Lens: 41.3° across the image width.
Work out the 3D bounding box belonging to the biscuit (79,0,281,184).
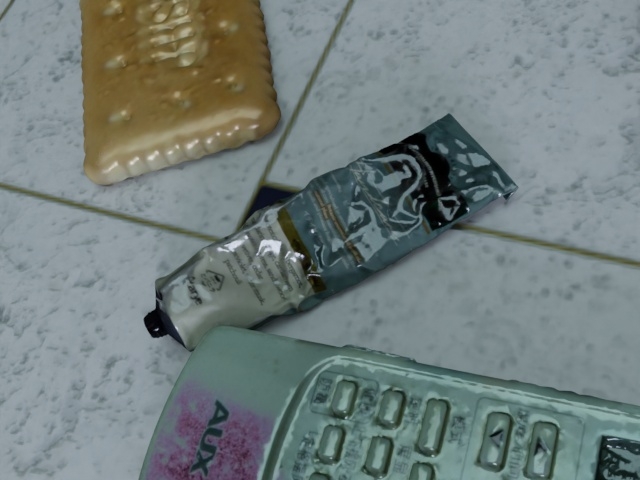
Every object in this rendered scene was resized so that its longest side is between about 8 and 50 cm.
[{"bbox_3d":[-0.123,-0.164,0.688,0.160,0.030,0.249,-15,57,7],"label":"biscuit"}]

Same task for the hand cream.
[{"bbox_3d":[0.000,0.000,0.552,0.248,0.052,0.075,-28,79,-7],"label":"hand cream"}]

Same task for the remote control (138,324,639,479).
[{"bbox_3d":[0.068,0.139,0.440,0.344,0.050,0.145,8,63,20],"label":"remote control"}]
